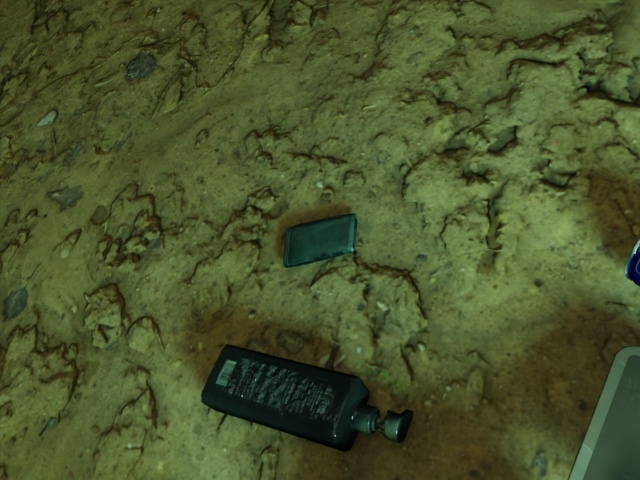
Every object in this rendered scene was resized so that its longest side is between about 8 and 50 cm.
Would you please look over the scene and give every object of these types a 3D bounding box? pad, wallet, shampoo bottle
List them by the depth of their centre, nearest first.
[{"bbox_3d":[0.372,0.238,0.763,0.176,0.002,0.266,23,54,20],"label":"pad"},{"bbox_3d":[-0.022,0.228,1.014,0.310,0.071,0.098,8,60,31],"label":"shampoo bottle"},{"bbox_3d":[0.000,0.000,1.201,0.129,0.026,0.088,-13,48,19],"label":"wallet"}]

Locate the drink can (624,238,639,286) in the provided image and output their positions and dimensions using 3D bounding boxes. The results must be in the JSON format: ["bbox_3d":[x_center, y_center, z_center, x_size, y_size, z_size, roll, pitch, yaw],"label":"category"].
[{"bbox_3d":[0.493,0.071,0.855,0.097,0.097,0.235,-42,48,-7],"label":"drink can"}]
